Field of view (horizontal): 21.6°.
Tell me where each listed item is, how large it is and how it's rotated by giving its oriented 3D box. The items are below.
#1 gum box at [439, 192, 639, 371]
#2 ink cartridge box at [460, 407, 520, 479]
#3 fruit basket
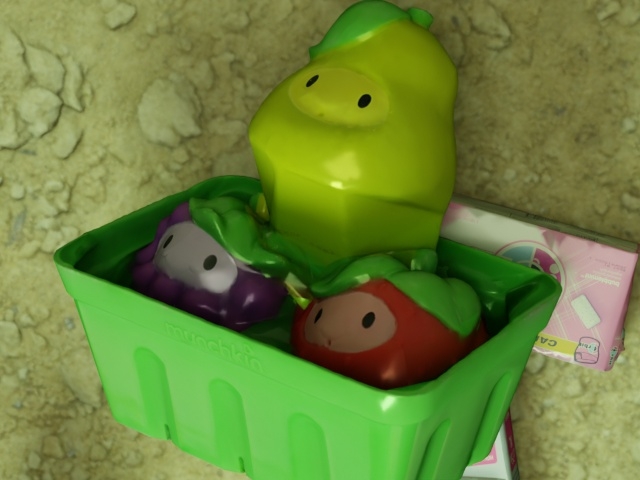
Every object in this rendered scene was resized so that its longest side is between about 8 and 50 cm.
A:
[{"bbox_3d":[0.181,0.035,1.455,0.188,0.062,0.107,16,101,10],"label":"gum box"},{"bbox_3d":[0.095,0.297,1.502,0.186,0.065,0.311,-7,98,13],"label":"ink cartridge box"},{"bbox_3d":[0.000,0.000,1.360,0.392,0.283,0.392,16,119,32],"label":"fruit basket"}]
